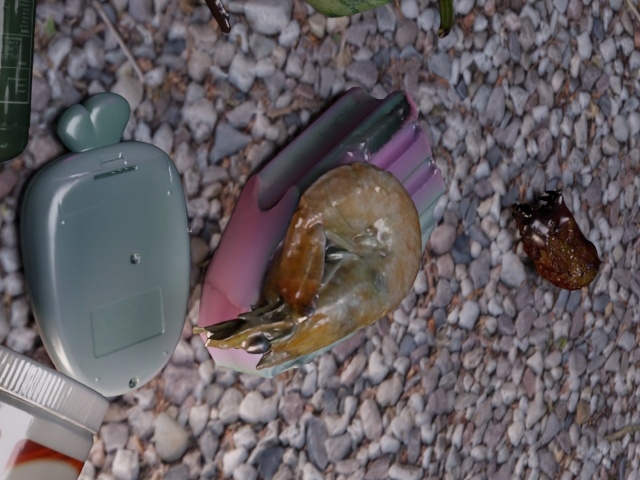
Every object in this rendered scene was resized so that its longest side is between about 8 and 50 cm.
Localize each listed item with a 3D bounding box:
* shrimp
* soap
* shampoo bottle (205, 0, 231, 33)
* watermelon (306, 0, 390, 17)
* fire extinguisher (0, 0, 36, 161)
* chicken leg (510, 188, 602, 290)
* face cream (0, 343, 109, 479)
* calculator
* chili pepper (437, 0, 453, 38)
[{"bbox_3d":[-0.004,0.023,1.312,0.317,0.077,0.168,-26,105,-44],"label":"shrimp"},{"bbox_3d":[0.000,0.000,1.430,0.324,0.109,0.193,-46,126,-30],"label":"soap"},{"bbox_3d":[-0.026,-0.339,1.337,0.284,0.071,0.153,-45,101,-9],"label":"shampoo bottle"},{"bbox_3d":[0.022,-0.313,1.439,0.098,0.121,0.158,51,17,-54],"label":"watermelon"},{"bbox_3d":[-0.297,-0.165,1.115,0.114,0.095,0.311,3,96,-1],"label":"fire extinguisher"},{"bbox_3d":[0.328,0.007,1.796,0.105,0.063,0.234,-57,134,-15],"label":"chicken leg"},{"bbox_3d":[-0.303,0.179,1.096,0.201,0.201,0.187,36,72,-43],"label":"face cream"},{"bbox_3d":[-0.202,0.007,1.275,0.185,0.041,0.299,-17,112,-42],"label":"calculator"},{"bbox_3d":[0.109,-0.416,1.463,0.137,0.091,0.369,-38,116,-55],"label":"chili pepper"}]
